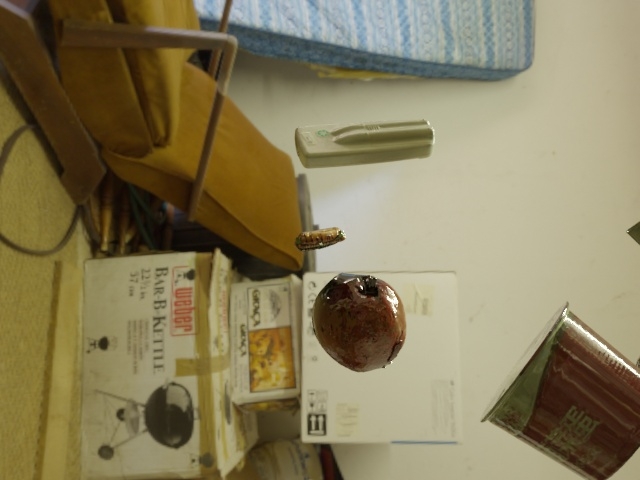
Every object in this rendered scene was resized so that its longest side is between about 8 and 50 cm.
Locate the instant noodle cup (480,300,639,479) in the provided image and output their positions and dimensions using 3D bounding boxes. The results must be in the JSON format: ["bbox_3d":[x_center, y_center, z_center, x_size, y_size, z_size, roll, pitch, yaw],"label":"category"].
[{"bbox_3d":[0.384,0.237,0.828,0.235,0.178,0.234,-44,157,-25],"label":"instant noodle cup"}]

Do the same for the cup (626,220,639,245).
[{"bbox_3d":[0.817,-0.010,1.350,0.083,0.075,0.054,51,-44,9],"label":"cup"}]

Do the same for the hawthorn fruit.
[{"bbox_3d":[0.112,0.244,1.652,0.316,0.316,0.315,-4,90,-87],"label":"hawthorn fruit"}]

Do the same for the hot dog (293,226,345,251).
[{"bbox_3d":[0.000,0.000,1.076,0.037,0.122,0.049,62,-38,26],"label":"hot dog"}]

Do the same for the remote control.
[{"bbox_3d":[0.075,-0.167,0.901,0.049,0.230,0.090,95,-16,-47],"label":"remote control"}]

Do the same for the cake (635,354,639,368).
[{"bbox_3d":[0.711,0.287,1.134,0.115,0.113,0.295,-67,161,1],"label":"cake"}]
